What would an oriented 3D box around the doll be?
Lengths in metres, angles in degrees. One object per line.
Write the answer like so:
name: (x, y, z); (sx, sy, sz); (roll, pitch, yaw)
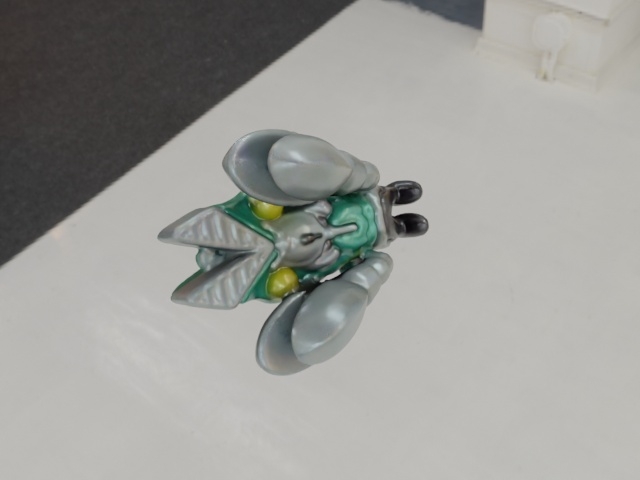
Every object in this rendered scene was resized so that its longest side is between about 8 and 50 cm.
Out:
doll: (-0.010, -0.018, 0.634); (0.258, 0.195, 0.153); (-45, 19, -28)
